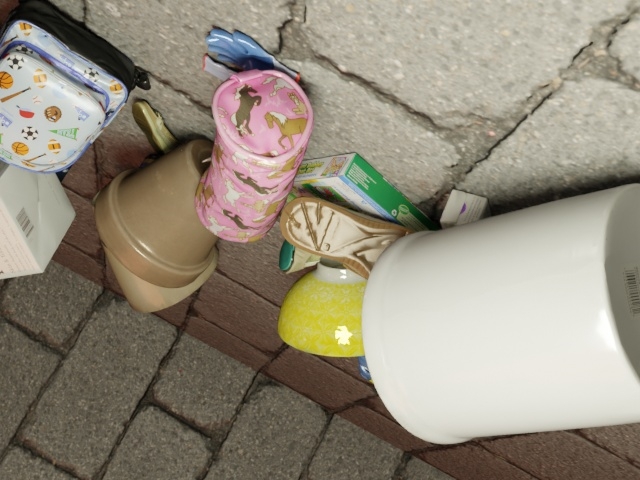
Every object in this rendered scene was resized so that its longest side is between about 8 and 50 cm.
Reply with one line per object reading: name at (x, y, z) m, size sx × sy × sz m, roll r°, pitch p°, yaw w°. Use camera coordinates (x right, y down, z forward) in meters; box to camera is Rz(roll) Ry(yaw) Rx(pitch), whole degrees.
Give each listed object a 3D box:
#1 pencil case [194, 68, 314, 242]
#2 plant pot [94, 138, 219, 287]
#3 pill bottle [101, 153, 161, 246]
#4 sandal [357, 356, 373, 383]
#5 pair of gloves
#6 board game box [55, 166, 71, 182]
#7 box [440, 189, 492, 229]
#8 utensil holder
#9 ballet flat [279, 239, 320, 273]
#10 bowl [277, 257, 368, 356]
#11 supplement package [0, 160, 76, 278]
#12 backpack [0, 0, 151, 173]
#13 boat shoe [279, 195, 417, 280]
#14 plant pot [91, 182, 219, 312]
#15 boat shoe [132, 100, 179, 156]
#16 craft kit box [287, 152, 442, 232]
pencil case at (-0.116, -0.129, 1.505) m, size 0.167 × 0.160 × 0.386 m, roll 29°, pitch 158°, yaw -2°
plant pot at (-0.267, -0.072, 1.794) m, size 0.263 × 0.263 × 0.229 m, roll 37°, pitch 122°, yaw -25°
pill bottle at (-0.378, -0.067, 1.991) m, size 0.123 × 0.219 × 0.123 m, roll 24°, pitch 160°, yaw 10°
sandal at (0.133, 0.257, 2.296) m, size 0.138 × 0.126 × 0.317 m, roll 28°, pitch 152°, yaw 9°
pair of gloves at (-0.116, -0.262, 1.459) m, size 0.159 × 0.023 × 0.198 m, roll 30°, pitch 160°, yaw -5°
board game box at (-0.584, -0.176, 1.960) m, size 0.165 × 0.243 × 0.042 m, roll 8°, pitch 153°, yaw 44°
box at (0.271, 0.026, 1.598) m, size 0.063 × 0.067 × 0.324 m, roll 17°, pitch 159°, yaw 26°
utensil holder at (0.307, 0.111, 1.298) m, size 0.385 × 0.327 × 0.327 m, roll -16°, pitch 134°, yaw 44°
ballet flat at (-0.027, 0.014, 1.806) m, size 0.086 × 0.086 × 0.248 m, roll 29°, pitch 161°, yaw -2°
bowl at (0.051, 0.113, 1.922) m, size 0.289 × 0.289 × 0.156 m, roll 13°, pitch 113°, yaw 37°
supplement package at (-0.651, -0.052, 1.754) m, size 0.263 × 0.198 × 0.199 m, roll -9°, pitch 125°, yaw 15°
backpack at (-0.484, -0.244, 1.602) m, size 0.276 × 0.213 × 0.263 m, roll 35°, pitch 123°, yaw -19°
boat shoe at (0.094, 0.013, 1.613) m, size 0.342 × 0.123 × 0.123 m, roll 22°, pitch -170°, yaw 0°
plant pot at (-0.420, -0.014, 2.206) m, size 0.256 × 0.256 × 0.274 m, roll 6°, pitch 134°, yaw 47°
boat shoe at (-0.321, -0.224, 1.804) m, size 0.056 × 0.048 × 0.153 m, roll 29°, pitch 158°, yaw 35°
craft kit box at (0.062, -0.057, 1.687) m, size 0.250 × 0.061 × 0.246 m, roll 39°, pitch 155°, yaw -29°
